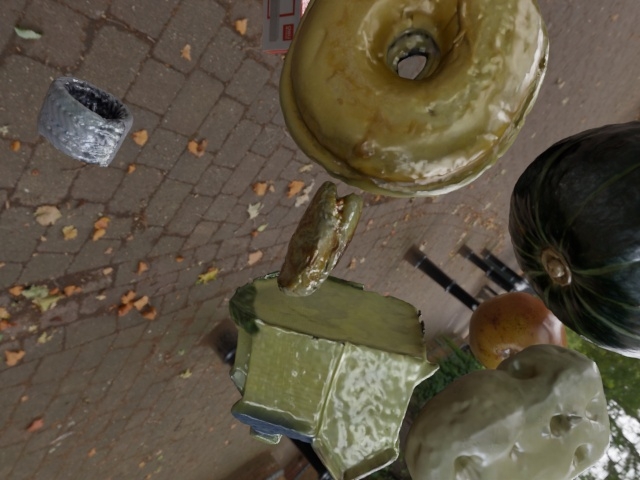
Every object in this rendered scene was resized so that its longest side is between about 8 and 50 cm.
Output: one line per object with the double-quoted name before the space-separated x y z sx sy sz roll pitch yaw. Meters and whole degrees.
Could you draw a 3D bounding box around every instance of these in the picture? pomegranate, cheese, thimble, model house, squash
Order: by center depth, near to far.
"squash" 0.319 -0.002 0.455 0.165 0.252 0.252 -22 155 -1
"cheese" 0.223 0.230 0.497 0.263 0.158 0.093 -17 -169 -18
"model house" 0.005 0.223 0.730 0.261 0.322 0.265 -51 153 -76
"thimble" -0.659 -0.333 1.195 0.157 0.245 0.217 -54 153 19
"pomegranate" 0.554 0.272 1.205 0.264 0.264 0.264 -38 155 -21

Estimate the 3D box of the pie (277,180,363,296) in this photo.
"pie" 0.000 0.000 0.651 0.178 0.084 0.205 -63 -177 7

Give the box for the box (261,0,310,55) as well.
"box" -0.067 -0.519 0.894 0.050 0.123 0.229 -15 115 -47

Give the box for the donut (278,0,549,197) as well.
"donut" 0.143 -0.287 0.707 0.449 0.449 0.198 -47 169 1
